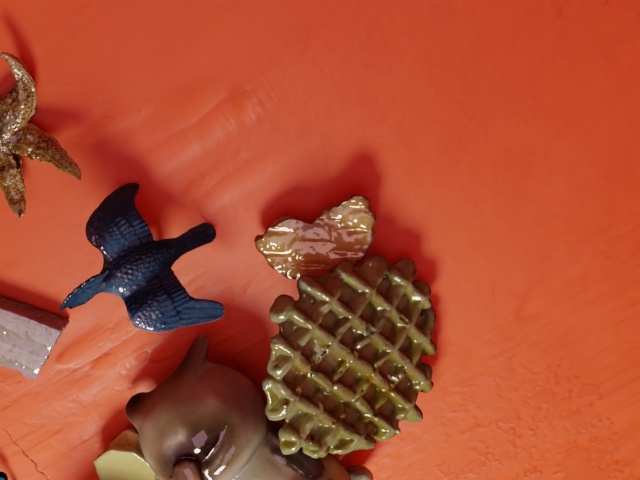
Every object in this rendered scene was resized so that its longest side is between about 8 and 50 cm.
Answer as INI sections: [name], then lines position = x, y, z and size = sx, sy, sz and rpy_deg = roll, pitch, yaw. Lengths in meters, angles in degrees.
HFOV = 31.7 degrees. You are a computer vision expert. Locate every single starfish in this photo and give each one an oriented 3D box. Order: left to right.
[starfish]
position = -0.459, -0.147, 1.586
size = 0.277, 0.062, 0.236
rpy_deg = 34, 108, -4

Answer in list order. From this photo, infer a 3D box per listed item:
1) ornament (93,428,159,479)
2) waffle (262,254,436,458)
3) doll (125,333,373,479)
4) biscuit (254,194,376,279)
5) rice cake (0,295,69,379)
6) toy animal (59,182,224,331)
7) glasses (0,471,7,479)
[ornament]
position = -0.278, 0.406, 1.782
size = 0.201, 0.059, 0.180
rpy_deg = 45, 125, -5
[waffle]
position = 0.051, 0.169, 1.631
size = 0.309, 0.056, 0.292
rpy_deg = -8, 105, -33
[doll]
position = -0.110, 0.342, 1.686
size = 0.370, 0.226, 0.215
rpy_deg = 39, 117, -15
[biscuit]
position = 0.000, 0.000, 1.649
size = 0.183, 0.061, 0.118
rpy_deg = -19, 111, 8
[rice cake]
position = -0.538, 0.115, 1.687
size = 0.298, 0.050, 0.106
rpy_deg = 23, 109, -9
[toy animal]
position = -0.252, 0.041, 1.590
size = 0.255, 0.176, 0.239
rpy_deg = -34, 91, -14
[glasses]
position = -0.583, 0.468, 1.747
size = 0.207, 0.239, 0.102
rpy_deg = -33, 87, 30
